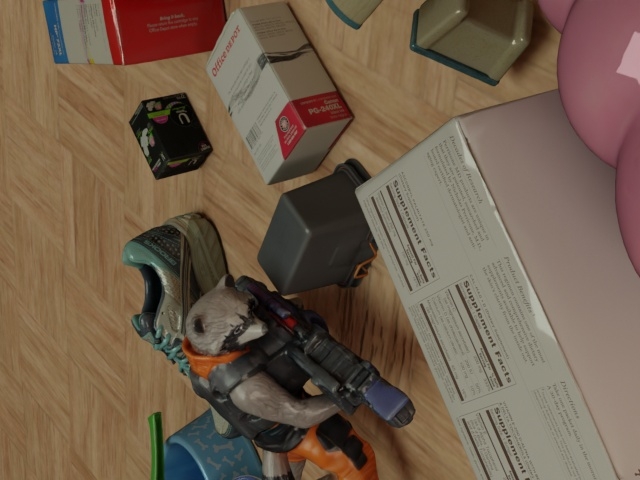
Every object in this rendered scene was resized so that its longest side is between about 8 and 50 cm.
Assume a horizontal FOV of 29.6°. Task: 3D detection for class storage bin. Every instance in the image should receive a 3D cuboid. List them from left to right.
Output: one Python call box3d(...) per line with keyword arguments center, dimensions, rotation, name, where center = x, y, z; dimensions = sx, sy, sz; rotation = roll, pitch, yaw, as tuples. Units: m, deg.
box3d(center=(0.000, 0.000, 1.205), dimensions=(0.098, 0.091, 0.135), rotation=(54, 144, 26), name="storage bin")

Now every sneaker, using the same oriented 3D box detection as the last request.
box3d(center=(-0.167, 0.115, 1.482), dimensions=(0.110, 0.122, 0.283), rotation=(-20, 88, 58), name="sneaker")

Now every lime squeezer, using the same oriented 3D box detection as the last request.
box3d(center=(-0.175, 0.383, 1.569), dimensions=(0.110, 0.059, 0.310), rotation=(-32, 75, 23), name="lime squeezer")

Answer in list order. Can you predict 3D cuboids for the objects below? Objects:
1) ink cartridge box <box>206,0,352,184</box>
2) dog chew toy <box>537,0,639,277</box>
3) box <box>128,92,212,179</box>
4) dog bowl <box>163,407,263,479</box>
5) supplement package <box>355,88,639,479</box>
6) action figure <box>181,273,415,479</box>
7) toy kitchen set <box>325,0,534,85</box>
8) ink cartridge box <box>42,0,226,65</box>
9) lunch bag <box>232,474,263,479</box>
box3d(center=(-0.045, -0.150, 1.225), dimensions=(0.150, 0.063, 0.109), rotation=(62, 147, 16), name="ink cartridge box")
box3d(center=(0.238, -0.098, 0.716), dimensions=(0.331, 0.207, 0.206), rotation=(64, 148, 28), name="dog chew toy")
box3d(center=(-0.178, -0.124, 1.439), dimensions=(0.052, 0.062, 0.083), rotation=(-44, 67, 53), name="box")
box3d(center=(-0.161, 0.354, 1.634), dimensions=(0.166, 0.074, 0.297), rotation=(52, 143, 28), name="dog bowl")
box3d(center=(0.185, 0.035, 0.838), dimensions=(0.145, 0.204, 0.261), rotation=(-35, 76, 59), name="supplement package")
box3d(center=(-0.025, 0.182, 1.213), dimensions=(0.330, 0.178, 0.341), rotation=(58, 167, -23), name="action figure")
box3d(center=(0.083, -0.239, 0.996), dimensions=(0.122, 0.166, 0.207), rotation=(-42, 33, 55), name="toy kitchen set")
box3d(center=(-0.198, -0.242, 1.343), dimensions=(0.231, 0.134, 0.078), rotation=(14, 115, 54), name="ink cartridge box")
box3d(center=(-0.066, 0.383, 1.420), dimensions=(0.219, 0.176, 0.090), rotation=(22, 157, 48), name="lunch bag")
